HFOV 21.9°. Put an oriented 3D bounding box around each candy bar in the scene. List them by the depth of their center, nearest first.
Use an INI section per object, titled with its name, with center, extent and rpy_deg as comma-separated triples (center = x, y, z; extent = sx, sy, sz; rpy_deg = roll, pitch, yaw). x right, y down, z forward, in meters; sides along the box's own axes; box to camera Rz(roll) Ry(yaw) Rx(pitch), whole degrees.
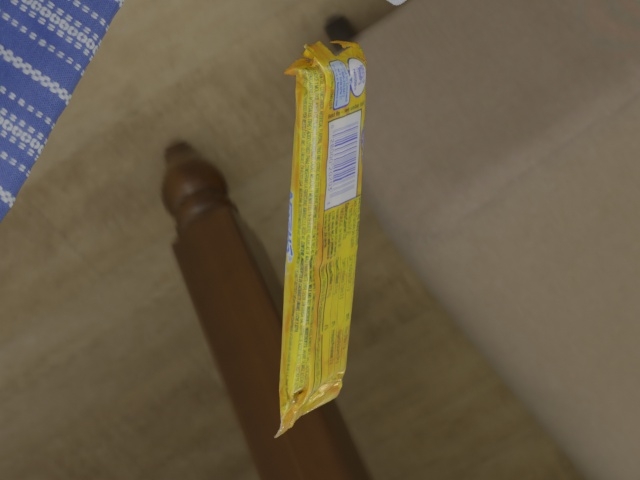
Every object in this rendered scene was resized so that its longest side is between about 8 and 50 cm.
[candy bar]
center = 0.000, 0.000, 0.633
extent = 0.040, 0.018, 0.161
rpy_deg = -25, 127, -46

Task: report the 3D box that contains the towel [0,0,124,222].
[towel]
center = -0.236, -0.167, 0.958
extent = 0.243, 0.040, 0.336
rpy_deg = 34, 69, -23

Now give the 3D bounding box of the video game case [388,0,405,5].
[video game case]
center = 0.008, -0.368, 1.152
extent = 0.300, 0.329, 0.036
rpy_deg = 36, 150, -12
